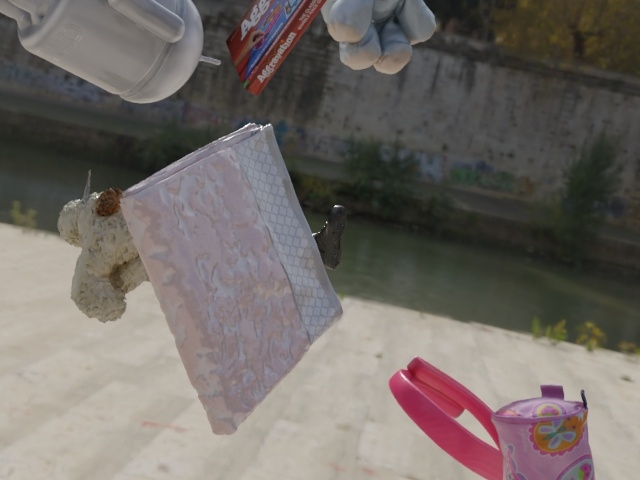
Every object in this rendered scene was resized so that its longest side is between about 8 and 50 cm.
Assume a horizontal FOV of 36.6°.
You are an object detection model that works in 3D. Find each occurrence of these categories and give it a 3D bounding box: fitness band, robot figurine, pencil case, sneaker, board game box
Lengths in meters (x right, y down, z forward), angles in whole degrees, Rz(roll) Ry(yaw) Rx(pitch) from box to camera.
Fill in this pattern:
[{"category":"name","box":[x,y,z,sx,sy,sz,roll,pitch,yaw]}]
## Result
[{"category":"fitness band","box":[0.216,0.280,1.461,0.291,0.054,0.209,34,13,-38]},{"category":"robot figurine","box":[-0.333,-0.345,1.530,0.353,0.199,0.300,25,-7,-36]},{"category":"pencil case","box":[0.280,0.322,1.154,0.124,0.284,0.124,-9,2,0]},{"category":"sneaker","box":[0.002,-0.001,2.052,0.089,0.170,0.051,18,24,32]},{"category":"board game box","box":[-0.029,-0.342,1.298,0.027,0.281,0.145,25,25,-31]}]

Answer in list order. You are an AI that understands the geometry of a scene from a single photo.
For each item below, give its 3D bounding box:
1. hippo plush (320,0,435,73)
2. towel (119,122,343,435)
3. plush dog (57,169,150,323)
[{"category":"hippo plush","box":[0.057,-0.474,1.886,0.234,0.294,0.236,-37,39,-22]},{"category":"towel","box":[-0.103,0.036,1.282,0.053,0.331,0.317,-10,18,34]},{"category":"plush dog","box":[-0.307,-0.001,1.678,0.225,0.210,0.262,11,41,-36]}]
